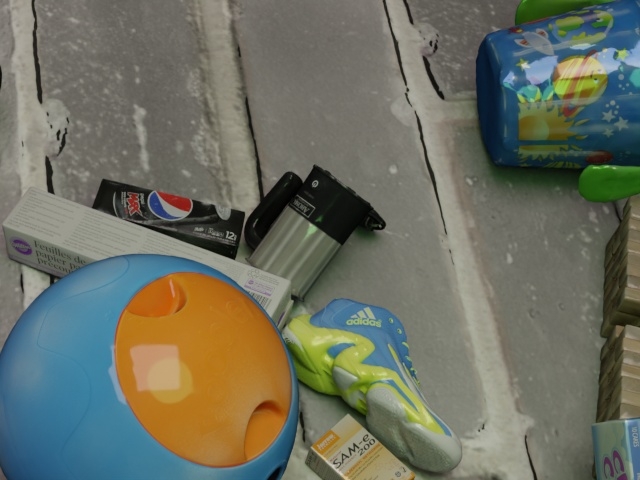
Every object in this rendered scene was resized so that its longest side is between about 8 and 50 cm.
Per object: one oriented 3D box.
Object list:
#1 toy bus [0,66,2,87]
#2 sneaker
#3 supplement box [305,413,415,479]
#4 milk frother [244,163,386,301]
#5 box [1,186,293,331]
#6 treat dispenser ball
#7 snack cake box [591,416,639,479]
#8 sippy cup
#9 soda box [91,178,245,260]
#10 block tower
[{"bbox_3d":[-0.464,-0.159,1.477,0.149,0.220,0.211,16,60,4],"label":"toy bus"},{"bbox_3d":[0.076,0.140,1.446,0.240,0.091,0.126,37,56,16],"label":"sneaker"},{"bbox_3d":[0.041,0.238,1.402,0.098,0.036,0.062,40,57,17],"label":"supplement box"},{"bbox_3d":[0.000,0.000,1.533,0.143,0.129,0.134,36,91,-30],"label":"milk frother"},{"bbox_3d":[-0.188,0.031,1.457,0.324,0.063,0.067,19,52,13],"label":"box"},{"bbox_3d":[-0.164,0.156,1.264,0.288,0.288,0.288,5,54,-8],"label":"treat dispenser ball"},{"bbox_3d":[0.367,0.305,1.331,0.152,0.089,0.264,-3,80,-13],"label":"snack cake box"},{"bbox_3d":[0.314,-0.184,1.656,0.224,0.240,0.305,-7,11,-4],"label":"sippy cup"},{"bbox_3d":[-0.174,-0.016,1.524,0.169,0.060,0.053,13,51,-2],"label":"soda box"},{"bbox_3d":[0.373,0.113,1.526,0.091,0.097,0.335,14,55,-2],"label":"block tower"}]
